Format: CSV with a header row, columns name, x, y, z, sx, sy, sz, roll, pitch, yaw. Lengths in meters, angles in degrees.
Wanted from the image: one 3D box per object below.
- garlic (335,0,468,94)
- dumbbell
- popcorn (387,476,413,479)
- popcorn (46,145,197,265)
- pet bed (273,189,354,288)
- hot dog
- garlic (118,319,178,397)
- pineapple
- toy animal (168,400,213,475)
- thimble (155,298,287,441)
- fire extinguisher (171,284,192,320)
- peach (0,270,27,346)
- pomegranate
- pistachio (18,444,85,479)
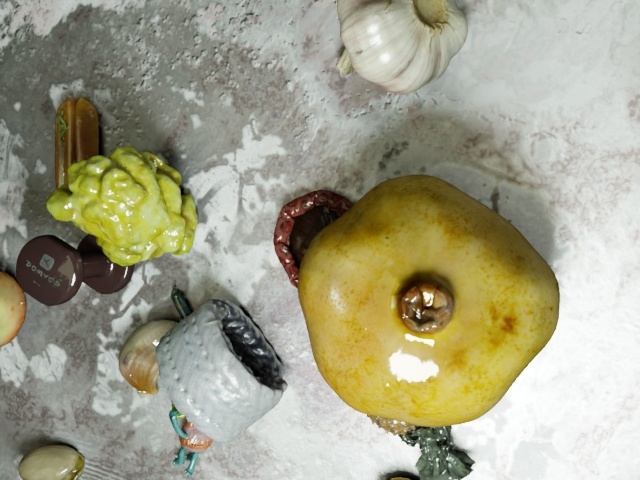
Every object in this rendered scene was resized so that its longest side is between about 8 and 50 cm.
name,x,y,z,sx,sy,sz,roll,pitch,yaw
garlic,0.105,-0.353,1.217,0.253,0.245,0.245,-18,90,52
dumbbell,-0.488,0.052,1.427,0.140,0.225,0.124,29,101,12
popcorn,0.161,0.515,1.297,0.152,0.167,0.148,-43,119,3
popcorn,-0.375,-0.067,1.365,0.242,0.250,0.234,1,88,17
pet bed,0.000,0.000,1.350,0.201,0.053,0.201,0,92,15
hot dog,-0.519,-0.176,1.497,0.100,0.068,0.249,2,96,19
garlic,-0.339,0.228,1.482,0.128,0.090,0.198,43,101,-6
pineapple,0.184,0.353,1.303,0.111,0.119,0.237,-41,85,-27
toy animal,-0.276,0.378,1.458,0.100,0.103,0.208,8,102,27
thimble,-0.188,0.243,1.357,0.157,0.217,0.245,-38,72,10
fire extinguisher,-0.293,0.135,1.477,0.038,0.025,0.083,-29,86,42
peach,-0.769,0.142,1.545,0.233,0.232,0.232,2,96,18
pomegranate,0.165,0.093,1.131,0.417,0.417,0.416,2,96,18
pistachio,-0.603,0.509,1.586,0.149,0.113,0.113,-8,93,4
